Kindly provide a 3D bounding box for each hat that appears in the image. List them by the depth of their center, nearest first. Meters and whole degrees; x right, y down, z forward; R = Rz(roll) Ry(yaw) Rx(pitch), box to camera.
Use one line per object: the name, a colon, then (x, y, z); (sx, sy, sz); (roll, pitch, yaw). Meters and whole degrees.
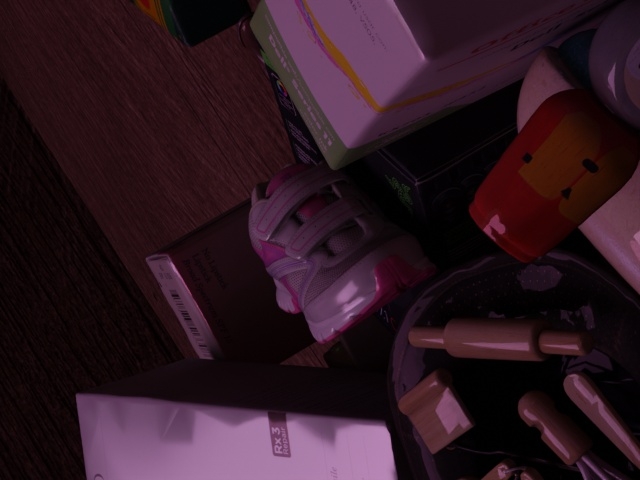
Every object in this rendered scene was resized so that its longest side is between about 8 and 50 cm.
hat: (0.210, 0.145, 1.480); (0.331, 0.134, 0.331); (17, 120, 34)

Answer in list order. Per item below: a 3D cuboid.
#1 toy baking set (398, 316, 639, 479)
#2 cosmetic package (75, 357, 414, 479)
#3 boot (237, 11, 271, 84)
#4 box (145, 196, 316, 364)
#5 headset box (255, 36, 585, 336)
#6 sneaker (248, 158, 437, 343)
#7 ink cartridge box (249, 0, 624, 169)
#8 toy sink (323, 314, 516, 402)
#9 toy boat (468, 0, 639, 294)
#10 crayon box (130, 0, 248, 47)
toy baking set: (0.165, 0.141, 1.408); (0.256, 0.030, 0.197); (-6, 112, 47)
cosmetic package: (-0.026, 0.226, 1.733); (0.385, 0.156, 0.217); (-2, 99, 41)
boot: (-0.033, -0.166, 1.977); (0.114, 0.037, 0.106); (53, 179, 41)
box: (-0.031, 0.024, 1.945); (0.149, 0.232, 0.127); (61, 166, -5)
headset box: (0.086, -0.049, 1.578); (0.246, 0.131, 0.283); (46, 161, 43)
sneaker: (0.000, 0.000, 1.492); (0.111, 0.103, 0.252); (61, 165, -14)
ink cartridge box: (0.095, -0.164, 1.122); (0.119, 0.207, 0.353); (62, 168, 4)
toy sink: (0.102, 0.119, 1.837); (0.234, 0.152, 0.131); (61, 167, -8)
toy boat: (0.200, -0.037, 1.055); (0.267, 0.148, 0.318); (49, -163, 27)
crayon box: (-0.196, -0.375, 2.044); (0.202, 0.081, 0.319); (41, 157, 56)
